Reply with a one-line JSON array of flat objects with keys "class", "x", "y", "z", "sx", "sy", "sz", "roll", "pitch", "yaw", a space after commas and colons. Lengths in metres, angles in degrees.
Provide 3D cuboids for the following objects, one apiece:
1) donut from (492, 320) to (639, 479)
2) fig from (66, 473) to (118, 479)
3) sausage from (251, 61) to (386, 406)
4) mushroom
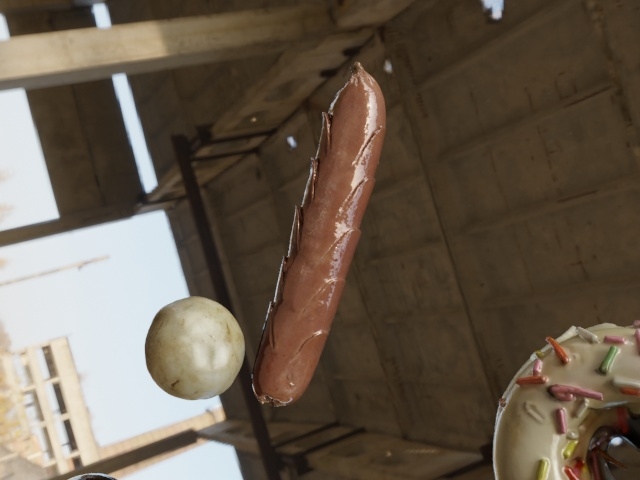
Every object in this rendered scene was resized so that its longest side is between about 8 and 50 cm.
[{"class": "donut", "x": 0.400, "y": 0.285, "z": 0.959, "sx": 0.382, "sy": 0.142, "sz": 0.383, "roll": -7, "pitch": -106, "yaw": 26}, {"class": "fig", "x": -0.379, "y": 0.500, "z": 1.216, "sx": 0.235, "sy": 0.214, "sz": 0.235, "roll": 56, "pitch": 23, "yaw": -38}, {"class": "sausage", "x": 0.002, "y": 0.000, "z": 0.895, "sx": 0.088, "sy": 0.088, "sz": 0.433, "roll": 22, "pitch": -81, "yaw": 57}, {"class": "mushroom", "x": -0.198, "y": 0.172, "z": 1.174, "sx": 0.127, "sy": 0.166, "sz": 0.166, "roll": -35, "pitch": -107, "yaw": 52}]
